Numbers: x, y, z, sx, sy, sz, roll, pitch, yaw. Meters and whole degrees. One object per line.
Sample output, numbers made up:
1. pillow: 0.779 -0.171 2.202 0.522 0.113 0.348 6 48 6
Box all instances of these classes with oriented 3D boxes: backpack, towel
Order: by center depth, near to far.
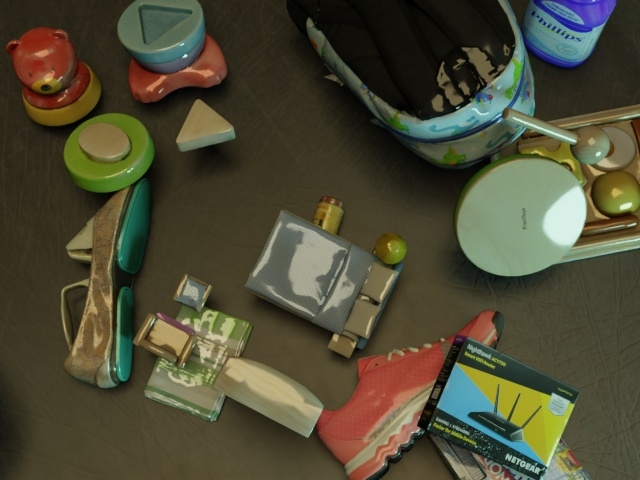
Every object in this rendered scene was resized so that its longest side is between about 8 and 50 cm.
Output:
1. towel: -0.174 0.169 1.644 0.113 0.023 0.152 20 75 6
2. backpack: 0.158 -0.271 1.646 0.290 0.273 0.355 -33 41 -3

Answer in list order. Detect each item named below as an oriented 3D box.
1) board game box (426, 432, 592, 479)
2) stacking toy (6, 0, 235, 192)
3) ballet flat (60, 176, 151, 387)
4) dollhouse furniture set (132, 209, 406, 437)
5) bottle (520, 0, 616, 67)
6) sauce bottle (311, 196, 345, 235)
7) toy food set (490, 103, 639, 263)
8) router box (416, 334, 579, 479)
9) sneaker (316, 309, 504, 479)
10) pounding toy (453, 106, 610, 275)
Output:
1. board game box: 0.240 0.318 1.571 0.194 0.060 0.194 -33 76 -8
2. stacking toy: -0.285 -0.234 1.668 0.309 0.130 0.279 -23 54 -6
3. ballet flat: -0.315 0.050 1.644 0.106 0.107 0.316 2 72 10
4. dollhouse furniture set: -0.057 0.070 1.545 0.286 0.198 0.303 28 81 -2
5. bottle: 0.362 -0.347 1.645 0.118 0.283 0.092 30 77 8
6. sauce bottle: 0.000 0.000 1.678 0.042 0.042 0.128 15 73 6
7. toy food set: 0.404 -0.096 1.668 0.306 0.092 0.220 -10 74 -1
8. router box: 0.232 0.219 1.506 0.179 0.046 0.133 26 83 -14
9. sneaker: 0.121 0.188 1.584 0.314 0.116 0.136 -43 76 -10
10. pounding toy: 0.273 -0.077 1.587 0.183 0.110 0.237 14 116 -16
